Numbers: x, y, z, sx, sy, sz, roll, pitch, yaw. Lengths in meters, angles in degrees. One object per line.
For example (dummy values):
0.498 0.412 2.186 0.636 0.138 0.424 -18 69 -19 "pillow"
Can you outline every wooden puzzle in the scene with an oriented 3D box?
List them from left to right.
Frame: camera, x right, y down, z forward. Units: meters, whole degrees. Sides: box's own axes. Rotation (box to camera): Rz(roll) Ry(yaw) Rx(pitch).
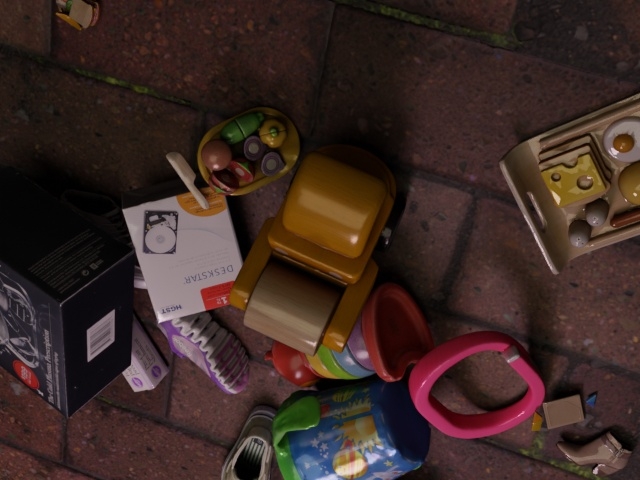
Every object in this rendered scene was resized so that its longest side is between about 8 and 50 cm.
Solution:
0.435 0.306 1.618 0.116 0.014 0.078 -10 124 2 "wooden puzzle"

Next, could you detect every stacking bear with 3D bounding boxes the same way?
0.031 0.187 1.631 0.289 0.175 0.164 -21 86 37 "stacking bear"

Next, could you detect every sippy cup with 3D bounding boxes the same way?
0.070 0.360 1.654 0.224 0.305 0.240 -27 87 30 "sippy cup"

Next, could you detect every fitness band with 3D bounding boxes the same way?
0.275 0.258 1.567 0.209 0.054 0.291 -31 136 13 "fitness band"

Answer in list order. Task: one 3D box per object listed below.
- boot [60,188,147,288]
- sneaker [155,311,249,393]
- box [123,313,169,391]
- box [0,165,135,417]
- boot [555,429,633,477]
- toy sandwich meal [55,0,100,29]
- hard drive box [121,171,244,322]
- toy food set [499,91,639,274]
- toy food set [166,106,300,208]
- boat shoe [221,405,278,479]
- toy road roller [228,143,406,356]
-0.387 -0.006 1.704 0.258 0.095 0.123 21 129 9 "boot"
-0.238 0.208 1.778 0.104 0.095 0.236 -33 98 38 "sneaker"
-0.421 0.158 1.822 0.063 0.067 0.324 -16 110 34 "box"
-0.519 0.098 1.662 0.312 0.179 0.343 32 137 19 "box"
0.501 0.377 1.635 0.118 0.042 0.087 33 117 -1 "boot"
-0.417 -0.398 1.541 0.085 0.029 0.085 8 120 15 "toy sandwich meal"
-0.238 0.009 1.623 0.181 0.089 0.232 -16 115 -5 "hard drive box"
0.454 -0.086 1.364 0.306 0.092 0.219 -22 108 28 "toy food set"
-0.137 -0.139 1.502 0.218 0.071 0.128 -27 97 -1 "toy food set"
-0.157 0.476 1.886 0.109 0.094 0.302 20 122 8 "boat shoe"
0.000 0.000 1.433 0.202 0.329 0.240 24 165 7 "toy road roller"
